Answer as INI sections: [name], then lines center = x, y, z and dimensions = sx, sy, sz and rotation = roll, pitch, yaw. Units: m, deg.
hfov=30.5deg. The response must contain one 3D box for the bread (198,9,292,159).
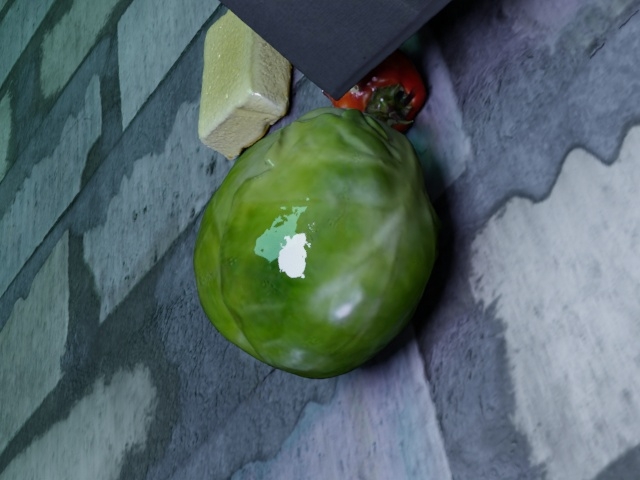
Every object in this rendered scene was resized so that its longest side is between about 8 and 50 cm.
[bread]
center = -0.091, -0.206, 1.436
dimensions = 0.125, 0.068, 0.188
rotation = -35, 43, 41

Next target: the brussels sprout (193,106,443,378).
[brussels sprout]
center = 0.000, 0.000, 1.032
dimensions = 0.244, 0.244, 0.244
rotation = -36, 42, 41

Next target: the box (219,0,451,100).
[box]
center = 0.049, -0.343, 1.084
dimensions = 0.251, 0.204, 0.345
rotation = -38, 22, 38

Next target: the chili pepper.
[chili pepper]
center = 0.057, -0.147, 1.153
dimensions = 0.192, 0.084, 0.086
rotation = -122, 44, -60
